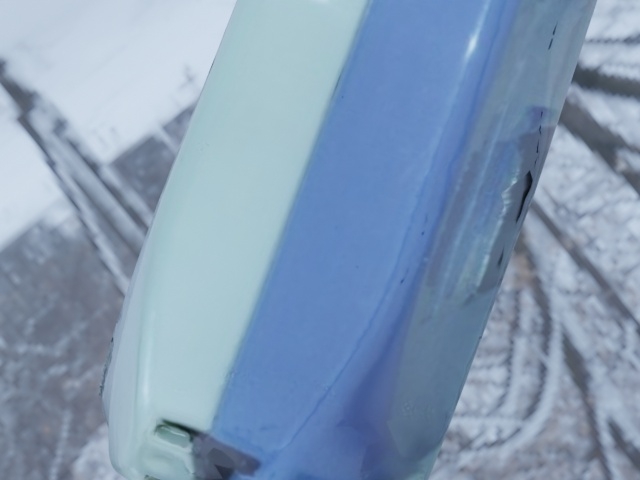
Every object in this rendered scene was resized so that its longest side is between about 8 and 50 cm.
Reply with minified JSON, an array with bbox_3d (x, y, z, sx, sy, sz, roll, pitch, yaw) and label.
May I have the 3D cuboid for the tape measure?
[{"bbox_3d":[-0.001,-0.001,0.739,0.262,0.138,0.259,121,-10,-81],"label":"tape measure"}]
